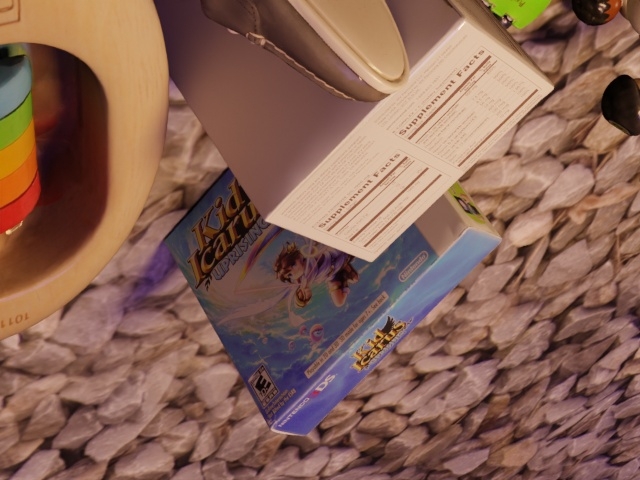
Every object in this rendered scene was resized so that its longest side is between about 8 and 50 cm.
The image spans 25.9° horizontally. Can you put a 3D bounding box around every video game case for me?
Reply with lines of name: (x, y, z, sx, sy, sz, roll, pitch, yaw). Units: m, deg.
video game case: (0.000, 0.000, 1.280, 0.269, 0.244, 0.061, -47, 143, 20)

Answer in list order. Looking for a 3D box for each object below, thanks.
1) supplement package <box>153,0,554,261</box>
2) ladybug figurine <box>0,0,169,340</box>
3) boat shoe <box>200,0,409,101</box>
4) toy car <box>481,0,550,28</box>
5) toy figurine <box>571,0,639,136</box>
supplement package: (0.006, -0.154, 1.070, 0.204, 0.262, 0.145, -45, 146, 17)
ladybug figurine: (-0.268, -0.101, 1.003, 0.305, 0.162, 0.449, -16, 144, -25)
boat shoe: (-0.075, -0.213, 0.924, 0.095, 0.335, 0.112, -38, -175, 34)
toy car: (0.131, -0.252, 1.241, 0.239, 0.053, 0.225, -45, 145, 19)
toy figurine: (0.321, -0.226, 1.293, 0.148, 0.209, 0.213, -12, 149, -5)
